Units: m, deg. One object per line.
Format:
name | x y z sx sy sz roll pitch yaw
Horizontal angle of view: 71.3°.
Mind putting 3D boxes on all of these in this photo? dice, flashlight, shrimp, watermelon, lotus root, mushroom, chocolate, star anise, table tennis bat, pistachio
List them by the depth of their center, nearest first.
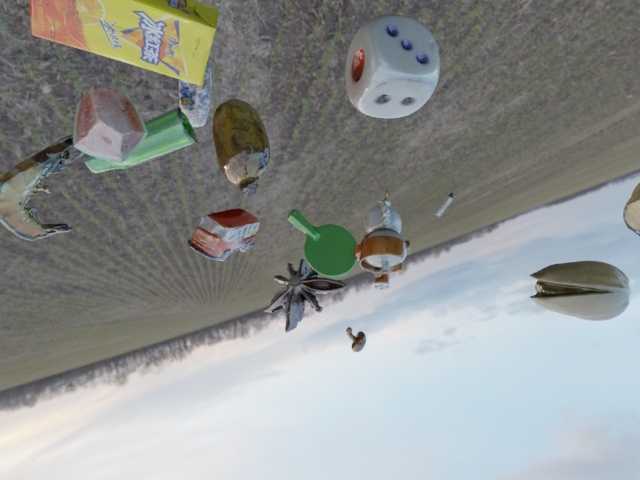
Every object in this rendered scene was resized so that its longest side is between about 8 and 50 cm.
watermelon | -0.277 -0.148 0.566 0.092 0.084 0.072 -31 166 -7
shrimp | -0.417 -0.082 0.715 0.195 0.035 0.147 -55 155 -35
pistachio | 0.549 0.105 0.943 0.226 0.135 0.136 4 170 -9
lotus root | -0.192 -0.224 1.084 0.129 0.260 0.145 -1 156 -27
dice | 0.181 -0.443 1.158 0.192 0.193 0.194 1 162 -19
chocolate | -0.489 -0.259 1.205 0.291 0.110 0.110 -22 174 0
table tennis bat | 0.000 0.000 1.353 0.160 0.257 0.039 -45 173 -14
flashlight | 0.382 -0.109 1.367 0.083 0.018 0.018 -56 169 14
star anise | -0.063 0.168 1.417 0.257 0.198 0.111 -46 149 5
mushroom | 0.144 0.392 1.775 0.073 0.129 0.088 10 -127 37

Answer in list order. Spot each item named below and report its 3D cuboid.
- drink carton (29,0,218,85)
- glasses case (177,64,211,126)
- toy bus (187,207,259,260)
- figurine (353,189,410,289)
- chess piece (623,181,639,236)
drink carton | -0.413 -0.472 0.965 0.352 0.111 0.154 11 137 -21
glasses case | -0.346 -0.393 1.225 0.087 0.065 0.248 -2 160 -17
toy bus | -0.184 -0.017 0.877 0.077 0.079 0.174 -60 172 15
figurine | 0.170 -0.007 1.159 0.144 0.271 0.143 18 159 7
chess piece | 0.640 -0.147 0.774 0.300 0.137 0.137 -58 -170 -21
